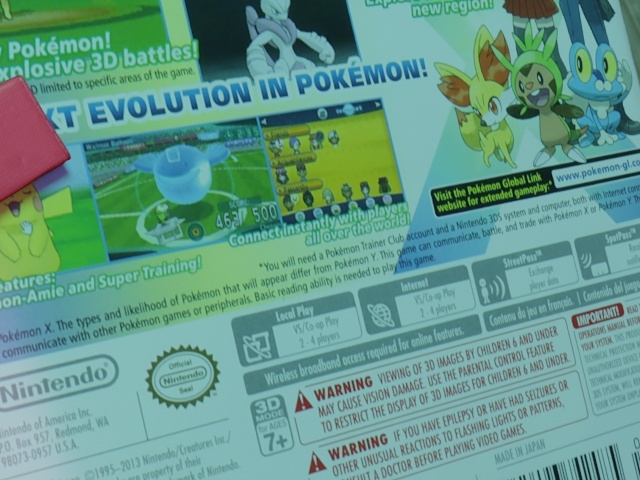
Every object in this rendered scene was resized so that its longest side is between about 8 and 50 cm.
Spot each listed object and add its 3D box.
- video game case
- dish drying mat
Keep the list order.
[{"bbox_3d":[0.000,0.000,0.534,0.329,0.036,0.300,-12,87,-32],"label":"video game case"},{"bbox_3d":[-0.117,-0.018,0.442,0.083,0.008,0.032,-36,100,-31],"label":"dish drying mat"}]
